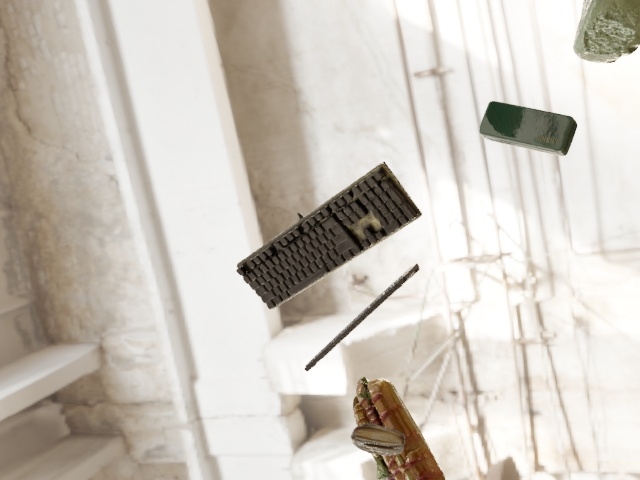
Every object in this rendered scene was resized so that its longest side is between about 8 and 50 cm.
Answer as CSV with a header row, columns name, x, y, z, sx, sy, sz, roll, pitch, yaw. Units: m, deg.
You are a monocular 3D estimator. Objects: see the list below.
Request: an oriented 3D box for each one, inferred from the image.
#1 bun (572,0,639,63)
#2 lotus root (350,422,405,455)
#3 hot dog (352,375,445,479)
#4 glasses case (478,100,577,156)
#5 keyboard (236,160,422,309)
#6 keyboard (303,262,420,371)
name,x,y,z,sx,sy,sz,roll,pitch,yaw
bun,0.454,-0.370,1.246,0.221,0.108,0.221,16,-90,-83
lotus root,0.084,0.299,1.255,0.037,0.083,0.030,-86,12,-50
hot dog,0.116,0.331,1.384,0.076,0.104,0.250,0,-133,-39
glasses case,0.416,-0.227,1.687,0.039,0.184,0.077,27,-97,-57
keyboard,0.000,0.000,1.226,0.106,0.317,0.027,51,-146,-6
keyboard,0.081,0.155,1.676,0.018,0.309,0.101,47,-152,6
